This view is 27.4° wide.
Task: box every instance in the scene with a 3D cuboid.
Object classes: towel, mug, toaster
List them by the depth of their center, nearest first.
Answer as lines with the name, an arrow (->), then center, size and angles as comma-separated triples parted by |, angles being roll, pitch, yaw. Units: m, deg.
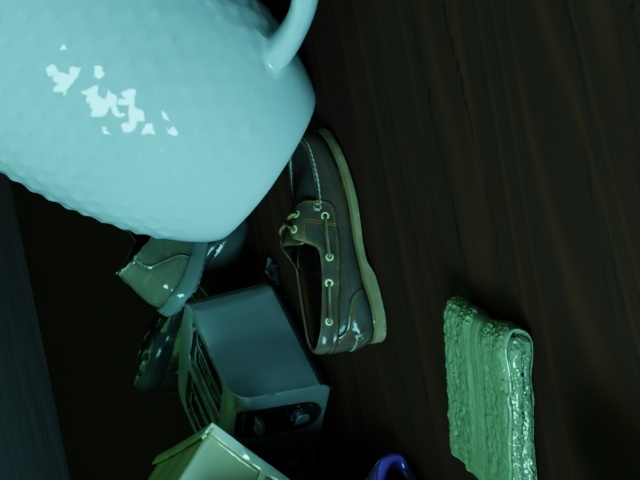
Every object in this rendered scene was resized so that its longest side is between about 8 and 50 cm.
towel -> 0.127, 0.121, 0.983 | 0.110, 0.027, 0.148 | -150, 51, -64
mug -> -0.155, -0.181, 1.149 | 0.374, 0.328, 0.276 | -44, 18, 39
toaster -> -0.075, 0.148, 1.392 | 0.168, 0.110, 0.186 | 102, 149, -44

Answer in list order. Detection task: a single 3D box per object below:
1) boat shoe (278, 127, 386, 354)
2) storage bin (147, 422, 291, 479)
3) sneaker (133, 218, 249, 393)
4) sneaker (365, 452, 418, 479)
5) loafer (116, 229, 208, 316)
boat shoe -> 0.000, 0.000, 1.181 | 0.073, 0.073, 0.207 | 135, 122, -66
storage bin -> -0.065, 0.320, 1.290 | 0.260, 0.123, 0.262 | 37, 156, -6
sneaker -> -0.129, 0.075, 1.528 | 0.101, 0.106, 0.267 | -90, 24, -56
sneaker -> 0.078, 0.255, 1.124 | 0.170, 0.068, 0.071 | -121, 34, -41
loafer -> -0.164, -0.037, 1.443 | 0.094, 0.087, 0.251 | -43, 30, 40
